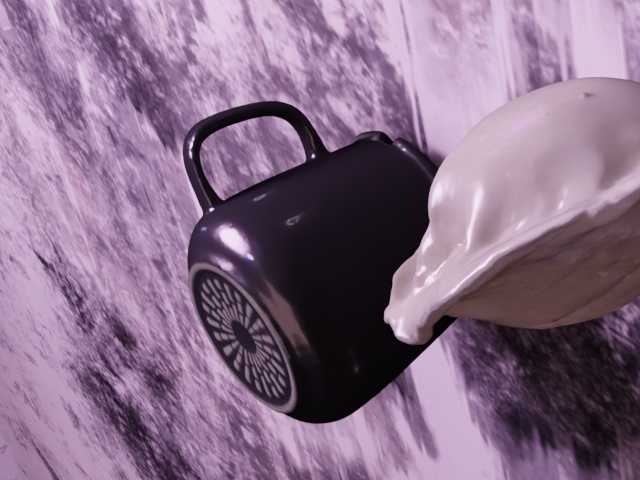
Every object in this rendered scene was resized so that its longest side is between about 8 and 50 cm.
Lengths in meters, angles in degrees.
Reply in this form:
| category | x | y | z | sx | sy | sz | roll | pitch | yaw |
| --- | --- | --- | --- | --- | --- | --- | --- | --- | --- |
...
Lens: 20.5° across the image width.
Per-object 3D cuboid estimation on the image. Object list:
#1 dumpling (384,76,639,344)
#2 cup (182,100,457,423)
| category | x | y | z | sx | sy | sz | roll | pitch | yaw |
| --- | --- | --- | --- | --- | --- | --- | --- | --- | --- |
| dumpling | 0.121 | -0.007 | 0.955 | 0.131 | 0.179 | 0.252 | 63 | 158 | -7 |
| cup | 0.000 | 0.000 | 1.213 | 0.223 | 0.176 | 0.169 | 61 | 159 | -7 |
